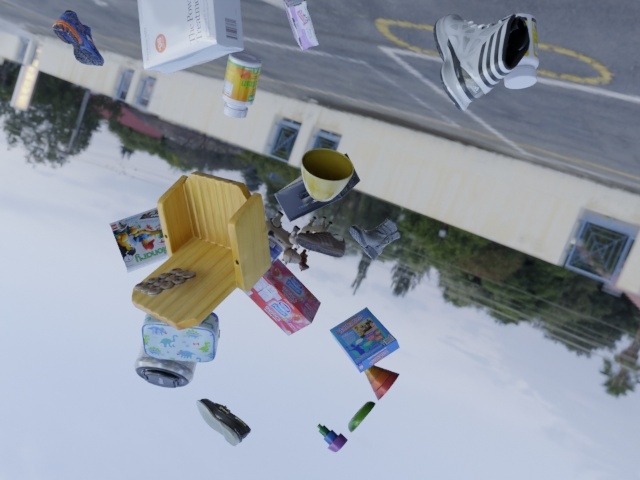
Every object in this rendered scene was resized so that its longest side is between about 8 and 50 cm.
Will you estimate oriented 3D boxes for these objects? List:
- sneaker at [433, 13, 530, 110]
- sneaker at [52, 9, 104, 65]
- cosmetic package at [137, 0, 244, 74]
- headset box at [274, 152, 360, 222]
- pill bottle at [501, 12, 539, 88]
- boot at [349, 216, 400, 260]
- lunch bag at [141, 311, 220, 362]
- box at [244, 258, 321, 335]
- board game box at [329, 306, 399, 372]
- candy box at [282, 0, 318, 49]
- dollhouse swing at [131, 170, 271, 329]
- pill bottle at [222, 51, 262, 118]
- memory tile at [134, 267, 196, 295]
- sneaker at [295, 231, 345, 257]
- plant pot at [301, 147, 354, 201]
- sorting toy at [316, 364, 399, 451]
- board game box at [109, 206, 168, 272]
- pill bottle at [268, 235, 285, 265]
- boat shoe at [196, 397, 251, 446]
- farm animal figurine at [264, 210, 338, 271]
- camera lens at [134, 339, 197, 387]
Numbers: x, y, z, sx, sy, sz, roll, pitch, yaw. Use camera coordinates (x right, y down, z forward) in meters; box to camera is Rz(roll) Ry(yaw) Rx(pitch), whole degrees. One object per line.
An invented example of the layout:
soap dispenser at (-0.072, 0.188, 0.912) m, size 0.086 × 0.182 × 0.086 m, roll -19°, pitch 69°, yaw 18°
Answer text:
sneaker at (0.491, -0.586, 1.735) m, size 0.169 × 0.257 × 0.448 m, roll 41°, pitch -144°, yaw -32°
sneaker at (-0.730, -0.619, 1.799) m, size 0.083 × 0.087 × 0.221 m, roll 9°, pitch 161°, yaw 10°
cosmetic package at (-0.333, -0.631, 1.431) m, size 0.284 × 0.378 × 0.097 m, roll -3°, pitch -177°, yaw 40°
headset box at (-0.010, -0.204, 2.262) m, size 0.131 × 0.246 × 0.283 m, roll 62°, pitch -152°, yaw -9°
pill bottle at (0.633, -0.602, 1.859) m, size 0.119 × 0.209 × 0.119 m, roll 0°, pitch 172°, yaw 0°
boot at (0.212, -0.036, 2.229) m, size 0.083 × 0.161 × 0.246 m, roll 45°, pitch 178°, yaw 35°
lunch bag at (-0.406, 0.272, 1.705) m, size 0.218 × 0.176 × 0.090 m, roll 6°, pitch -137°, yaw -3°
box at (-0.137, 0.194, 2.054) m, size 0.257 × 0.128 × 0.123 m, roll 47°, pitch -143°, yaw -14°
board game box at (0.147, 0.334, 1.982) m, size 0.210 × 0.160 × 0.047 m, roll 47°, pitch 165°, yaw 53°
candy box at (-0.077, -0.827, 2.187) m, size 0.070 × 0.165 × 0.196 m, roll -20°, pitch -146°, yaw 0°
dollhouse swing at (-0.371, 0.017, 1.621) m, size 0.346 × 0.315 × 0.305 m, roll 18°, pitch -146°, yaw 39°
pill bottle at (-0.331, -0.637, 2.404) m, size 0.136 × 0.246 × 0.136 m, roll 13°, pitch -149°, yaw -8°
memory tile at (-0.428, 0.112, 1.609) m, size 0.148 × 0.012 × 0.113 m, roll -25°, pitch -154°, yaw -39°
sneaker at (0.000, 0.000, 1.969) m, size 0.188 × 0.071 × 0.066 m, roll 21°, pitch 153°, yaw -25°
plant pot at (0.009, -0.157, 1.481) m, size 0.134 × 0.095 × 0.134 m, roll 8°, pitch -137°, yaw -7°
sorting toy at (0.117, 0.542, 1.969) m, size 0.126 × 0.365 × 0.127 m, roll 41°, pitch 148°, yaw 11°
board game box at (-0.613, -0.023, 2.196) m, size 0.305 × 0.193 × 0.053 m, roll -22°, pitch 169°, yaw -17°
pill bottle at (-0.174, 0.050, 1.874) m, size 0.067 × 0.120 × 0.067 m, roll 37°, pitch 170°, yaw 7°
boat shoe at (-0.310, 0.565, 1.848) m, size 0.068 × 0.081 × 0.227 m, roll -29°, pitch -141°, yaw -34°
farm animal figurine at (-0.129, 0.005, 2.501) m, size 0.326 × 0.330 × 0.172 m, roll 29°, pitch -132°, yaw -2°
camera lens at (-0.563, 0.401, 2.198) m, size 0.219 × 0.274 × 0.219 m, roll 7°, pitch 148°, yaw 4°
